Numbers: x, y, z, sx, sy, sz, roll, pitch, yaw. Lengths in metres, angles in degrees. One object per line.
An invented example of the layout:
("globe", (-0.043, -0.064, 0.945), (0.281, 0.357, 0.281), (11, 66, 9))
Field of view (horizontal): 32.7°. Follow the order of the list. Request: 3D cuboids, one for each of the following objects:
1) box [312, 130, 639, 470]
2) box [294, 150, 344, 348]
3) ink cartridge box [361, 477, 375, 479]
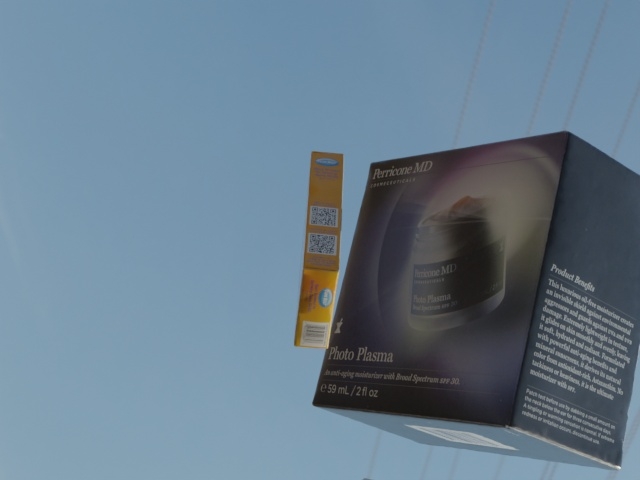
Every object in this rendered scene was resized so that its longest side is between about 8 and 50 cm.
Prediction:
("box", (0.171, 0.064, 1.147), (0.296, 0.182, 0.294), (-5, -115, 52))
("box", (0.000, 0.000, 0.779), (0.081, 0.028, 0.136), (97, -1, -45))
("ink cartridge box", (0.037, 0.263, 0.848), (0.052, 0.088, 0.122), (4, -70, 37))
